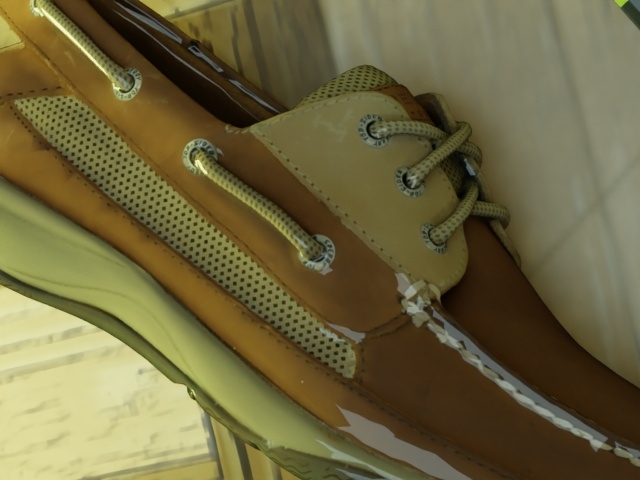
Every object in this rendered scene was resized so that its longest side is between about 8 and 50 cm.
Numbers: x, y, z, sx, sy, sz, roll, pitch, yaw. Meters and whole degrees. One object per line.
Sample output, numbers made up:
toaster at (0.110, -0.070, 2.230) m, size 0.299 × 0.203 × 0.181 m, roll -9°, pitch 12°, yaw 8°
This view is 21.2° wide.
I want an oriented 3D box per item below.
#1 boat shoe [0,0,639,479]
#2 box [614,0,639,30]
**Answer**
boat shoe at (0.000, 0.000, 0.574) m, size 0.324 × 0.122 × 0.120 m, roll 28°, pitch 100°, yaw 15°
box at (0.135, -0.097, 0.552) m, size 0.083 × 0.052 × 0.062 m, roll -43°, pitch 80°, yaw 16°
